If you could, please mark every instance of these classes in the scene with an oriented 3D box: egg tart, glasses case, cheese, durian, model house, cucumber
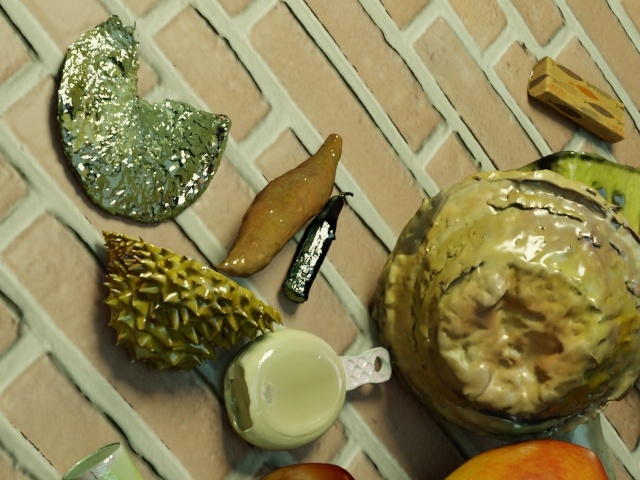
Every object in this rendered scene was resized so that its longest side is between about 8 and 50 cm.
[{"bbox_3d":[0.225,0.090,1.305,0.352,0.352,0.150,62,17,-10],"label":"egg tart"},{"bbox_3d":[0.378,-0.203,1.630,0.170,0.041,0.065,24,58,-29],"label":"glasses case"},{"bbox_3d":[-0.006,0.164,1.288,0.227,0.064,0.137,-9,92,-39],"label":"cheese"},{"bbox_3d":[-0.139,0.063,1.192,0.132,0.165,0.182,-94,165,-45],"label":"durian"},{"bbox_3d":[0.319,0.019,1.461,0.174,0.193,0.234,5,79,-37],"label":"model house"},{"bbox_3d":[0.000,0.000,1.336,0.043,0.039,0.163,46,59,-44],"label":"cucumber"}]

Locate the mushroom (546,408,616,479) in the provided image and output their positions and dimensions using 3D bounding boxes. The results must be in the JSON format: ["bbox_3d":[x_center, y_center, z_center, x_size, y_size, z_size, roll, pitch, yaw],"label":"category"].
[{"bbox_3d":[0.342,0.255,1.497,0.109,0.097,0.351,9,75,-34],"label":"mushroom"}]

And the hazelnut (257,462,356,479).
[{"bbox_3d":[-0.005,0.362,1.168,0.217,0.217,0.252,-13,70,-35],"label":"hazelnut"}]

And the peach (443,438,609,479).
[{"bbox_3d":[0.232,0.384,1.280,0.289,0.289,0.308,15,96,-32],"label":"peach"}]

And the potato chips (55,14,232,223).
[{"bbox_3d":[-0.202,-0.131,1.225,0.202,0.029,0.220,-46,110,-28],"label":"potato chips"}]

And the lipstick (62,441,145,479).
[{"bbox_3d":[-0.160,0.352,1.146,0.076,0.076,0.304,-36,101,-33],"label":"lipstick"}]

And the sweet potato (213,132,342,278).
[{"bbox_3d":[-0.048,-0.035,1.264,0.314,0.072,0.066,-47,130,-52],"label":"sweet potato"}]
